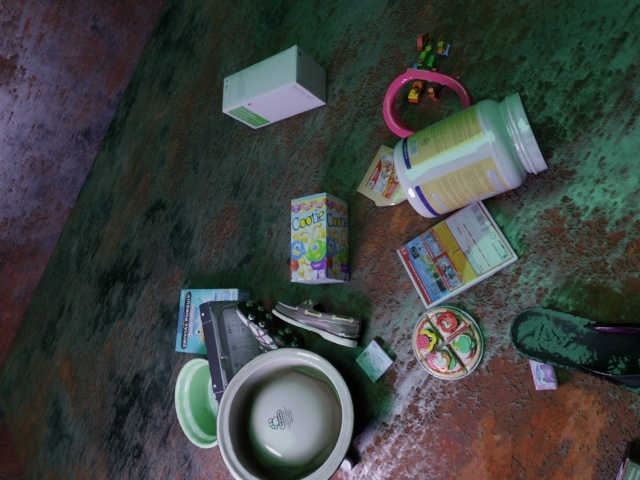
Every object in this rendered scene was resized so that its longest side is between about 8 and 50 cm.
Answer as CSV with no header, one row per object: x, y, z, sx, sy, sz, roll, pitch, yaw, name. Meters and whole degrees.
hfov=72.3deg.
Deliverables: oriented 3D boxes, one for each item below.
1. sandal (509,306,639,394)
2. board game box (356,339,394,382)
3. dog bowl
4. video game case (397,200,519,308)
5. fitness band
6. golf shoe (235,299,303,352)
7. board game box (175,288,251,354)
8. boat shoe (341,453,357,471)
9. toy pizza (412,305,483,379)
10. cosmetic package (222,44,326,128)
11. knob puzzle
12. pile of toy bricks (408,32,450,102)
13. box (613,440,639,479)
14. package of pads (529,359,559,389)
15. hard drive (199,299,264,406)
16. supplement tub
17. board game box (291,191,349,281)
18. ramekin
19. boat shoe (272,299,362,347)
0.646,0.243,0.941,0.446,0.107,0.167,3,81,29,sandal
0.166,0.366,1.330,0.090,0.020,0.090,-53,56,16,board game box
-0.092,0.538,1.311,0.408,0.150,0.407,-5,61,8,dog bowl
0.378,0.039,1.243,0.285,0.025,0.204,-35,62,25,video game case
0.318,-0.398,1.311,0.291,0.054,0.209,27,125,33,fitness band
-0.194,0.319,1.500,0.273,0.105,0.120,37,116,8,golf shoe
-0.427,0.320,1.729,0.336,0.079,0.253,-5,77,35,board game box
0.049,0.653,1.342,0.142,0.040,0.049,24,103,37,boat shoe
0.345,0.282,1.211,0.201,0.032,0.201,-8,75,34,toy pizza
-0.177,-0.571,1.666,0.366,0.197,0.155,-7,76,36,cosmetic package
0.233,-0.193,1.393,0.213,0.030,0.213,-9,75,34,knob puzzle
0.328,-0.541,1.350,0.118,0.105,0.212,17,91,37,pile of toy bricks
0.676,0.528,0.838,0.203,0.167,0.168,21,92,37,box
0.542,0.318,1.062,0.050,0.032,0.083,-17,71,32,package of pads
-0.282,0.373,1.502,0.064,0.237,0.338,-23,71,31,hard drive
0.389,-0.219,1.154,0.331,0.241,0.241,-21,69,31,supplement tub
0.000,0.000,1.448,0.142,0.144,0.275,-9,76,34,board game box
-0.373,0.567,1.578,0.303,0.148,0.303,-3,85,38,ramekin
-0.014,0.250,1.428,0.324,0.117,0.096,15,85,33,boat shoe
